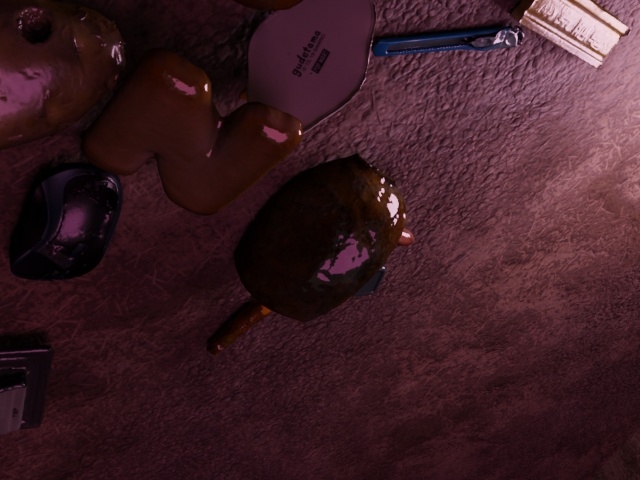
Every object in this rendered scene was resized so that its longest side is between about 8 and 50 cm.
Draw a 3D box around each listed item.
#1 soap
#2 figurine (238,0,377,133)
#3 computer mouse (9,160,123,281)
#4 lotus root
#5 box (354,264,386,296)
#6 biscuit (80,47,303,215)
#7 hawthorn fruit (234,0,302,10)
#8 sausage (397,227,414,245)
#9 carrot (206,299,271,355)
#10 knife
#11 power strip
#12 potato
[{"bbox_3d":[0.430,-0.374,1.404,0.252,0.037,0.092,14,124,-41],"label":"soap"},{"bbox_3d":[-0.016,-0.250,1.208,0.250,0.166,0.141,-51,178,-7],"label":"figurine"},{"bbox_3d":[-0.381,-0.013,1.246,0.137,0.096,0.233,8,128,-39],"label":"computer mouse"},{"bbox_3d":[0.003,0.004,1.450,0.210,0.142,0.314,28,116,-33],"label":"lotus root"},{"bbox_3d":[0.071,0.079,1.686,0.126,0.031,0.091,-1,134,-29],"label":"box"},{"bbox_3d":[-0.185,-0.133,1.129,0.236,0.062,0.290,26,147,-25],"label":"biscuit"},{"bbox_3d":[-0.066,-0.407,0.876,0.267,0.268,0.301,-39,132,12],"label":"hawthorn fruit"},{"bbox_3d":[0.124,-0.033,1.589,0.043,0.043,0.186,-39,140,12],"label":"sausage"},{"bbox_3d":[-0.162,0.171,1.637,0.170,0.042,0.042,-42,140,19],"label":"carrot"},{"bbox_3d":[0.214,-0.320,1.336,0.296,0.026,0.044,-11,150,-23],"label":"knife"},{"bbox_3d":[-0.605,0.285,1.442,0.251,0.092,0.257,-6,139,-30],"label":"power strip"},{"bbox_3d":[-0.384,-0.206,0.997,0.296,0.141,0.192,-15,126,-20],"label":"potato"}]
